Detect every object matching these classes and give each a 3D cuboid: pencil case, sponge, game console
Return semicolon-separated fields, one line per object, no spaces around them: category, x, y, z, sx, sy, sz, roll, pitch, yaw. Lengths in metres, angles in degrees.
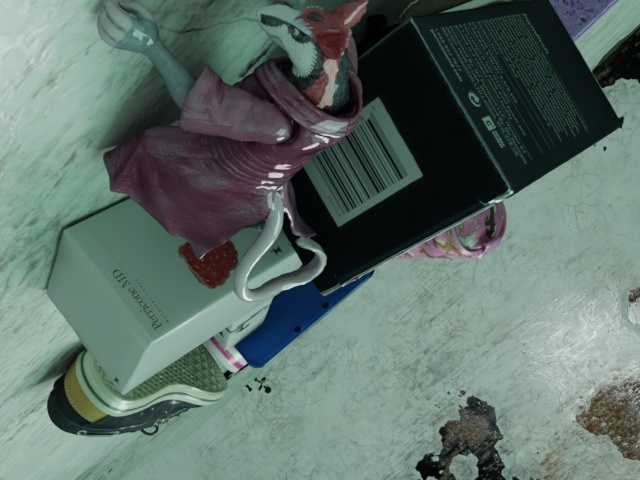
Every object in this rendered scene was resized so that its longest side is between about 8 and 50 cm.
pencil case;0.180;-0.037;1.574;0.386;0.167;0.160;-7;-129;52
sponge;0.455;-0.432;1.485;0.210;0.117;0.031;-44;167;25
game console;-0.058;0.106;1.544;0.293;0.173;0.250;-39;171;-8

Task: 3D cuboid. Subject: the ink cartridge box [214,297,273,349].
ink cartridge box;-0.165;0.075;1.333;0.093;0.160;0.219;-36;168;-21

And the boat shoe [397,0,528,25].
boat shoe;0.203;-0.337;1.054;0.324;0.096;0.117;-31;-178;-37

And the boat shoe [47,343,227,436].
boat shoe;-0.342;0.278;1.551;0.156;0.186;0.500;-37;166;14

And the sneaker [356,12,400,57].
sneaker;0.071;-0.248;1.103;0.089;0.051;0.170;-31;162;-39

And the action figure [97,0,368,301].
action figure;-0.062;-0.089;0.744;0.248;0.275;0.370;-25;177;-35

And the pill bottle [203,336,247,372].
pill bottle;-0.131;0.144;1.750;0.283;0.160;0.160;-39;170;-4

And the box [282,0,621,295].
box;0.154;-0.131;1.018;0.294;0.211;0.395;-32;177;40

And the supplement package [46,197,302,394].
supplement package;-0.177;0.032;1.047;0.293;0.177;0.175;-33;168;-38
